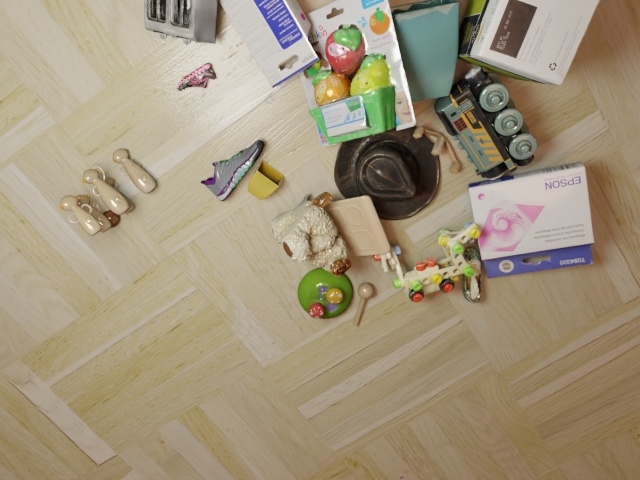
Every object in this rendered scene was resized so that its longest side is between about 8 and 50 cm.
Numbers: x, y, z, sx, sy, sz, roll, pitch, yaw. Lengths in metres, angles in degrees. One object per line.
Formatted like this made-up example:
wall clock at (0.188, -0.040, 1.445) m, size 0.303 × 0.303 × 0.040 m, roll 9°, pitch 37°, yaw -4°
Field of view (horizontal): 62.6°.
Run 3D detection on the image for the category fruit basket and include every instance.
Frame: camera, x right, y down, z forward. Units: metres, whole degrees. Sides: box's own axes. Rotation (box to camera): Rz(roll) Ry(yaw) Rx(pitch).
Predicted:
fruit basket at (0.067, -0.438, 1.378) m, size 0.326 × 0.165 × 0.353 m, roll -4°, pitch 113°, yaw 40°

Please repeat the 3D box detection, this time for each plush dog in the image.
plush dog at (0.000, 0.000, 1.560) m, size 0.210 × 0.262 × 0.225 m, roll -39°, pitch 114°, yaw -4°

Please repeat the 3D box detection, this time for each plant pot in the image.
plant pot at (0.277, -0.504, 1.407) m, size 0.165 × 0.166 × 0.235 m, roll -10°, pitch 118°, yaw 3°
plant pot at (-0.171, -0.170, 1.566) m, size 0.081 × 0.081 × 0.083 m, roll 35°, pitch 118°, yaw -13°

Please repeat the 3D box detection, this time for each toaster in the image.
toaster at (-0.352, -0.607, 1.349) m, size 0.167 × 0.110 × 0.186 m, roll 19°, pitch 118°, yaw 18°

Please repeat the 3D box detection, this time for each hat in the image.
hat at (0.204, -0.193, 1.534) m, size 0.330 × 0.134 × 0.332 m, roll 0°, pitch 109°, yaw -1°

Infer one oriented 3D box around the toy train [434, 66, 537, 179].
toy train at (0.469, -0.321, 1.485) m, size 0.190 × 0.142 × 0.334 m, roll -30°, pitch 118°, yaw 23°

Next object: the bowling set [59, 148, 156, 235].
bowling set at (-0.642, -0.116, 1.529) m, size 0.154 × 0.287 × 0.199 m, roll 48°, pitch 136°, yaw -10°

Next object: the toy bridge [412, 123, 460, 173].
toy bridge at (0.345, -0.278, 1.541) m, size 0.188 × 0.026 × 0.063 m, roll 38°, pitch 63°, yaw -24°

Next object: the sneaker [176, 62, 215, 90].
sneaker at (-0.348, -0.447, 1.480) m, size 0.119 × 0.047 × 0.057 m, roll -28°, pitch 120°, yaw 10°

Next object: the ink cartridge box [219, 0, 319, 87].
ink cartridge box at (-0.153, -0.606, 1.373) m, size 0.175 × 0.069 × 0.371 m, roll -19°, pitch 110°, yaw 37°

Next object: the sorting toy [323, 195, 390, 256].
sorting toy at (0.095, -0.039, 1.603) m, size 0.208 × 0.038 × 0.193 m, roll -9°, pitch 114°, yaw 38°

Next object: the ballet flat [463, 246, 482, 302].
ballet flat at (0.493, 0.116, 1.688) m, size 0.070 × 0.070 × 0.189 m, roll -9°, pitch 110°, yaw 2°

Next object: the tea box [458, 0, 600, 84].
tea box at (0.505, -0.582, 1.292) m, size 0.219 × 0.324 × 0.329 m, roll 17°, pitch 110°, yaw -6°

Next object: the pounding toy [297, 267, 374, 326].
pounding toy at (0.042, 0.196, 1.685) m, size 0.236 × 0.110 × 0.183 m, roll 17°, pitch 109°, yaw -7°

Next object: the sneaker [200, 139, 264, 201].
sneaker at (-0.260, -0.222, 1.543) m, size 0.098 × 0.083 × 0.224 m, roll 39°, pitch 106°, yaw -9°

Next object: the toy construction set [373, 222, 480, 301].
toy construction set at (0.329, 0.064, 1.619) m, size 0.327 × 0.151 × 0.215 m, roll -8°, pitch 122°, yaw 6°

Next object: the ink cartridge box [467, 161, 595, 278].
ink cartridge box at (0.637, -0.042, 1.583) m, size 0.323 × 0.071 × 0.330 m, roll -11°, pitch 107°, yaw 19°
